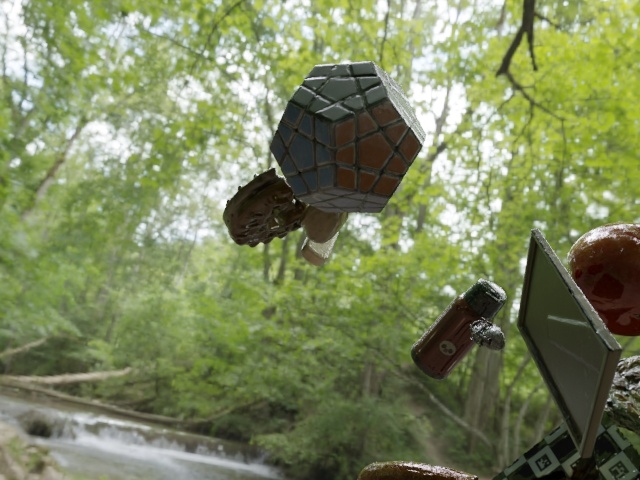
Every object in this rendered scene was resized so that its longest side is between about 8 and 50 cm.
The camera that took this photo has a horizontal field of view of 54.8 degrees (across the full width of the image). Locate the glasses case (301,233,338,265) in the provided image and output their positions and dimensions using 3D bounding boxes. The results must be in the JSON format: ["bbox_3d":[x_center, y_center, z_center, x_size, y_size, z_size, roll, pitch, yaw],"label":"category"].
[{"bbox_3d":[0.000,0.000,1.869,0.083,0.196,0.050,34,-54,-6],"label":"glasses case"}]

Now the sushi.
[{"bbox_3d":[0.549,0.568,1.298,0.064,0.343,0.359,42,13,-22],"label":"sushi"}]

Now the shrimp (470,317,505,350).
[{"bbox_3d":[0.384,0.218,1.452,0.056,0.065,0.165,-27,17,-12],"label":"shrimp"}]

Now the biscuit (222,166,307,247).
[{"bbox_3d":[-0.143,-0.088,1.780,0.268,0.115,0.366,-33,-16,12],"label":"biscuit"}]

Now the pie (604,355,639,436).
[{"bbox_3d":[0.765,0.369,1.411,0.302,0.302,0.067,0,-58,25],"label":"pie"}]

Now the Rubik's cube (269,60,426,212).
[{"bbox_3d":[0.058,-0.202,1.249,0.264,0.319,0.319,-21,5,-41],"label":"Rubik's cube"}]

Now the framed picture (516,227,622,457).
[{"bbox_3d":[0.424,0.169,1.100,0.022,0.335,0.247,-5,-57,-1],"label":"framed picture"}]

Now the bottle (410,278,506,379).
[{"bbox_3d":[0.422,0.262,1.855,0.144,0.144,0.336,21,-62,-30],"label":"bottle"}]

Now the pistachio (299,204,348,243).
[{"bbox_3d":[0.011,-0.061,1.608,0.126,0.108,0.185,2,-27,-9],"label":"pistachio"}]

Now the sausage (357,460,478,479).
[{"bbox_3d":[0.199,0.514,1.305,0.302,0.076,0.103,-8,-54,38],"label":"sausage"}]

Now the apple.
[{"bbox_3d":[0.677,0.089,1.388,0.216,0.260,0.260,-7,-23,20],"label":"apple"}]
